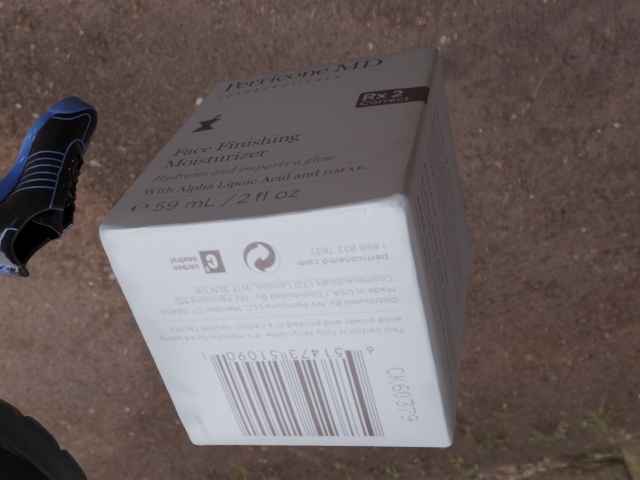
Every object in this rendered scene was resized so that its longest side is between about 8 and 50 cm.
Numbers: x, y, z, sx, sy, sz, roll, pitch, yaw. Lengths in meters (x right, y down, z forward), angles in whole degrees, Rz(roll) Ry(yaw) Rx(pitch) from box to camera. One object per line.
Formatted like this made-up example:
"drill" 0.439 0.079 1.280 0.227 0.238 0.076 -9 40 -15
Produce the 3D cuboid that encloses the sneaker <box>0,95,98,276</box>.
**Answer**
"sneaker" -0.313 -0.061 0.870 0.090 0.232 0.081 24 159 13

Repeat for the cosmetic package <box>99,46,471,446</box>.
"cosmetic package" 0.000 0.000 0.434 0.151 0.184 0.151 -5 123 17

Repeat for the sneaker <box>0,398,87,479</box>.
"sneaker" -0.251 0.113 0.365 0.125 0.140 0.341 -30 114 33
